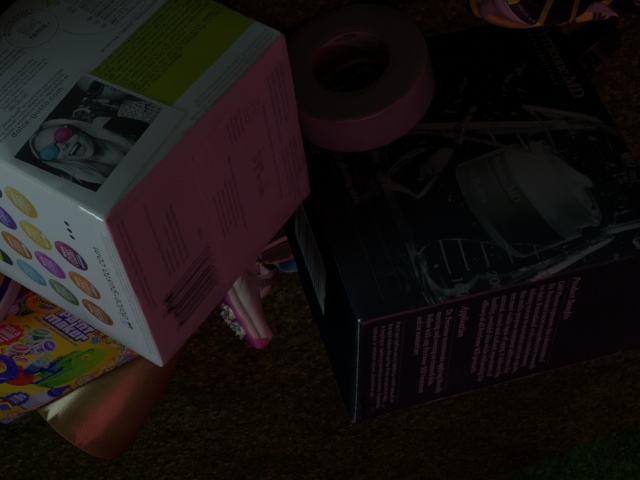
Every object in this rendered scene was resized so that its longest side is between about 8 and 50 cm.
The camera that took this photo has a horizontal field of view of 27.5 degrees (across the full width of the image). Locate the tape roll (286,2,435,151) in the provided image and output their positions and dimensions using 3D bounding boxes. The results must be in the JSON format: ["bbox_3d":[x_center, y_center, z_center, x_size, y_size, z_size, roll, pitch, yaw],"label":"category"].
[{"bbox_3d":[0.050,-0.234,1.866,0.219,0.219,0.072,-21,144,1],"label":"tape roll"}]

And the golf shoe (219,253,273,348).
[{"bbox_3d":[-0.132,0.021,2.086,0.140,0.306,0.115,-27,-178,-14],"label":"golf shoe"}]

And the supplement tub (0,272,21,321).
[{"bbox_3d":[-0.605,-0.001,1.840,0.241,0.241,0.331,-31,144,16],"label":"supplement tub"}]

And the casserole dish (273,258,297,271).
[{"bbox_3d":[0.000,0.000,2.328,0.188,0.037,0.114,-12,145,-10],"label":"casserole dish"}]

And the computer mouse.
[{"bbox_3d":[0.482,-0.348,2.093,0.242,0.041,0.071,-39,151,15],"label":"computer mouse"}]

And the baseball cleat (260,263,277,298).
[{"bbox_3d":[-0.175,0.056,2.306,0.206,0.072,0.109,-1,128,-33],"label":"baseball cleat"}]

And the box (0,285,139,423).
[{"bbox_3d":[-0.495,0.121,2.125,0.279,0.177,0.290,-28,145,10],"label":"box"}]

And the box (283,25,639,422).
[{"bbox_3d":[0.205,-0.041,1.978,0.472,0.480,0.297,-13,145,-11],"label":"box"}]

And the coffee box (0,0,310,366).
[{"bbox_3d":[-0.255,-0.111,1.674,0.338,0.334,0.337,-51,155,-25],"label":"coffee box"}]

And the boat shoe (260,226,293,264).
[{"bbox_3d":[-0.091,-0.004,2.211,0.305,0.109,0.091,-20,141,-6],"label":"boat shoe"}]

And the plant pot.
[{"bbox_3d":[-0.353,0.214,2.307,0.254,0.237,0.237,-45,141,11],"label":"plant pot"}]

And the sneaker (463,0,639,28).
[{"bbox_3d":[0.374,-0.388,1.916,0.385,0.147,0.145,-9,101,-36],"label":"sneaker"}]
